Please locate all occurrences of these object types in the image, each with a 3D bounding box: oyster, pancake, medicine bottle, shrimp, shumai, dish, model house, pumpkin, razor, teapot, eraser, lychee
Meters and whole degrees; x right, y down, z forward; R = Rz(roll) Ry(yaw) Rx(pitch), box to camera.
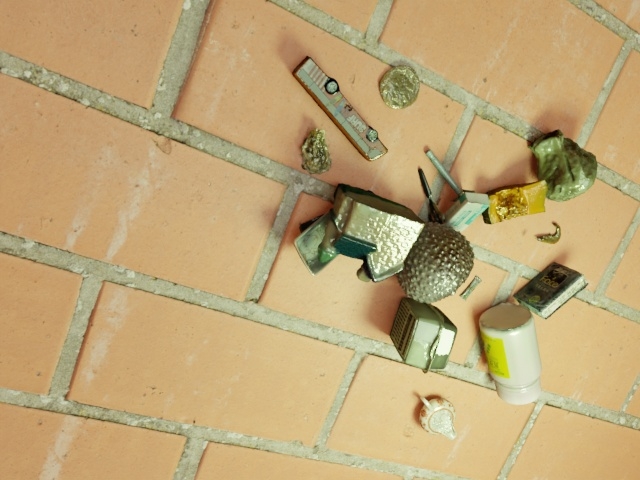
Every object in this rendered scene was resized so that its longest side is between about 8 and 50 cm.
[{"bbox_3d":[-0.019,-0.298,1.680,0.108,0.053,0.166,-14,116,-2],"label":"oyster"},{"bbox_3d":[0.272,-0.528,1.713,0.151,0.025,0.152,-5,108,-15],"label":"pancake"},{"bbox_3d":[0.789,0.465,2.049,0.213,0.213,0.379,-21,110,-10],"label":"medicine bottle"},{"bbox_3d":[0.942,-0.026,2.055,0.127,0.025,0.091,-6,107,-19],"label":"shrimp"},{"bbox_3d":[0.885,-0.276,1.865,0.221,0.261,0.225,29,128,-17],"label":"shumai"},{"bbox_3d":[0.000,0.000,1.726,0.234,0.064,0.154,-40,114,-31],"label":"dish"},{"bbox_3d":[0.150,-0.011,1.686,0.298,0.243,0.284,18,104,-14],"label":"model house"},{"bbox_3d":[0.725,-0.145,1.897,0.247,0.126,0.131,-11,93,-4],"label":"pumpkin"},{"bbox_3d":[0.465,-0.239,1.828,0.068,0.106,0.232,-41,103,-2],"label":"razor"},{"bbox_3d":[0.485,0.732,2.094,0.159,0.116,0.245,-40,115,11],"label":"teapot"},{"bbox_3d":[0.514,-0.095,1.817,0.095,0.225,0.052,2,61,-17],"label":"eraser"},{"bbox_3d":[0.400,0.081,1.789,0.299,0.300,0.300,-5,107,-15],"label":"lychee"}]

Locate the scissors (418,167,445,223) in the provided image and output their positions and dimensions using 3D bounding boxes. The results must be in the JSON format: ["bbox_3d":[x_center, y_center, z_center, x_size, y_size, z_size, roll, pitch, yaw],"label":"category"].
[{"bbox_3d":[0.402,-0.163,1.840,0.017,0.088,0.220,-25,100,-19],"label":"scissors"}]

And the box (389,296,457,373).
[{"bbox_3d":[0.379,0.344,1.856,0.166,0.290,0.221,14,101,-8],"label":"box"}]

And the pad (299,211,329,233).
[{"bbox_3d":[0.051,-0.028,1.794,0.232,0.022,0.174,-27,110,-9],"label":"pad"}]

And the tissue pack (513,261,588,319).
[{"bbox_3d":[0.942,0.203,2.042,0.235,0.173,0.073,-39,113,-2],"label":"tissue pack"}]

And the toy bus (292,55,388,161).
[{"bbox_3d":[0.071,-0.427,1.647,0.092,0.093,0.409,-42,112,7],"label":"toy bus"}]

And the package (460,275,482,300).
[{"bbox_3d":[0.613,0.196,2.027,0.037,0.015,0.110,39,91,-17],"label":"package"}]
